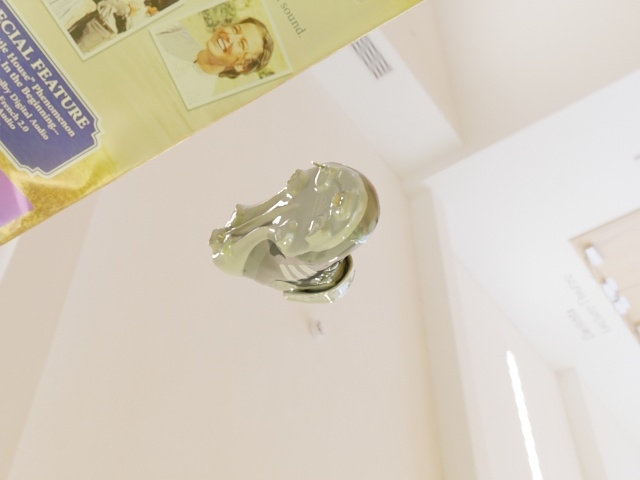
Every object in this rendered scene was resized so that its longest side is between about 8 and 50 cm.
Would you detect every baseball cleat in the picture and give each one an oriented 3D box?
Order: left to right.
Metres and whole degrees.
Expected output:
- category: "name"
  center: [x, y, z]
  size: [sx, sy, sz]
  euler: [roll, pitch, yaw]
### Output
- category: "baseball cleat"
  center: [0.000, 0.000, 0.534]
  size: [0.109, 0.206, 0.072]
  euler: [27, -107, -26]

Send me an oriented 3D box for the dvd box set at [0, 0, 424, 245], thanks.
- category: "dvd box set"
  center: [-0.150, -0.179, 0.360]
  size: [0.308, 0.420, 0.062]
  euler: [55, -159, -22]
